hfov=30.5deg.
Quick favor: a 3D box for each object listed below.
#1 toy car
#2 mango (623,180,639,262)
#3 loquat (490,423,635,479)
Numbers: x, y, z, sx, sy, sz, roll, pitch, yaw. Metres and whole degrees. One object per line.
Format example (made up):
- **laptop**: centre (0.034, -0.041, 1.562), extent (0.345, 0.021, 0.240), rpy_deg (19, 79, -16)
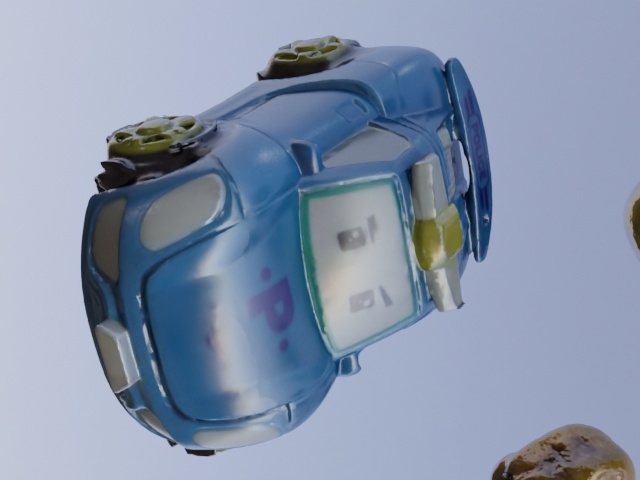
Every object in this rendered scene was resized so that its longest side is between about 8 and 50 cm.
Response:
- **toy car**: centre (0.000, 0.000, 0.690), extent (0.166, 0.314, 0.198), rpy_deg (3, -65, 33)
- **mango**: centre (0.326, 0.032, 0.851), extent (0.237, 0.137, 0.091), rpy_deg (36, -70, -1)
- **loquat**: centre (0.224, 0.231, 1.097), extent (0.137, 0.137, 0.113), rpy_deg (-10, -91, 55)
